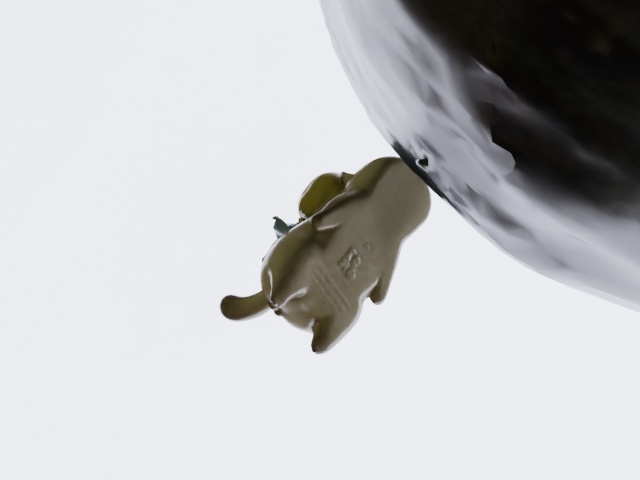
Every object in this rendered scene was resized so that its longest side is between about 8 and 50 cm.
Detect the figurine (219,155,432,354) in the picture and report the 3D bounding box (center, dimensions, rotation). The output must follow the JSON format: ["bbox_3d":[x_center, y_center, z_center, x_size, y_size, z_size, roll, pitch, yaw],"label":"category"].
[{"bbox_3d":[0.000,0.000,0.586,0.050,0.047,0.083,16,-125,48],"label":"figurine"}]

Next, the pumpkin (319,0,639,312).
[{"bbox_3d":[0.154,-0.190,0.470,0.343,0.454,0.455,0,-111,-4],"label":"pumpkin"}]
